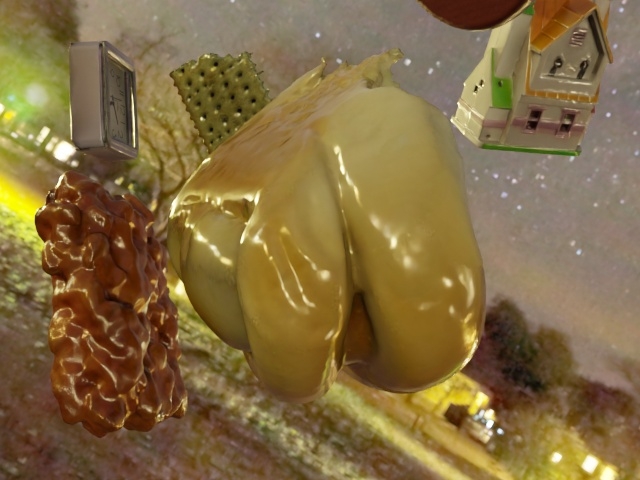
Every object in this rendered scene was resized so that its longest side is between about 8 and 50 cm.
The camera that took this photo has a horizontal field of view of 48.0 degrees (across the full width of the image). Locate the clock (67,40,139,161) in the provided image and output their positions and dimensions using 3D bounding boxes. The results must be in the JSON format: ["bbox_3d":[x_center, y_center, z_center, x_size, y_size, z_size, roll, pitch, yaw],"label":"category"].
[{"bbox_3d":[-0.390,-0.247,1.301,0.073,0.193,0.144,-3,-2,7],"label":"clock"}]

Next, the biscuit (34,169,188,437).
[{"bbox_3d":[-0.250,0.078,0.895,0.110,0.318,0.312,-11,-8,-1],"label":"biscuit"}]

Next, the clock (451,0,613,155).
[{"bbox_3d":[0.405,-0.327,1.307,0.235,0.310,0.166,2,32,-19],"label":"clock"}]

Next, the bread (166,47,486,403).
[{"bbox_3d":[-0.017,-0.018,0.690,0.245,0.329,0.424,-3,13,-19],"label":"bread"}]

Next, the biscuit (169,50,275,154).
[{"bbox_3d":[-0.128,-0.187,1.043,0.016,0.144,0.203,-20,85,-62],"label":"biscuit"}]

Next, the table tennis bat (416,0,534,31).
[{"bbox_3d":[0.118,-0.409,0.688,0.268,0.051,0.415,7,-63,60],"label":"table tennis bat"}]
